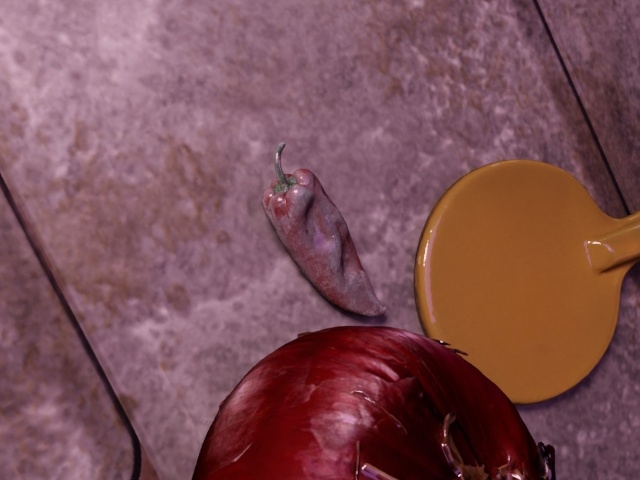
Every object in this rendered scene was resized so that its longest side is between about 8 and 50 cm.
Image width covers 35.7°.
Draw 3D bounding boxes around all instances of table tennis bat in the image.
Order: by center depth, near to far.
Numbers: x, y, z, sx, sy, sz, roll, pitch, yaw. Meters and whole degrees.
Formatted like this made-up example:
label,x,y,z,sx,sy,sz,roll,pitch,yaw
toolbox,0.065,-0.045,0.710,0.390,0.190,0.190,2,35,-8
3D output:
label,x,y,z,sx,sy,sz,roll,pitch,yaw
table tennis bat,0.213,0.018,0.834,0.320,0.050,0.199,-18,93,-28

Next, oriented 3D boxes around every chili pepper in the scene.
label,x,y,z,sx,sy,sz,roll,pitch,yaw
chili pepper,0.000,0.000,0.714,0.050,0.041,0.153,-37,119,-9

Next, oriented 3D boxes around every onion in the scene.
label,x,y,z,sx,sy,sz,roll,pitch,yaw
onion,0.031,0.201,0.608,0.314,0.232,0.314,28,54,-47
